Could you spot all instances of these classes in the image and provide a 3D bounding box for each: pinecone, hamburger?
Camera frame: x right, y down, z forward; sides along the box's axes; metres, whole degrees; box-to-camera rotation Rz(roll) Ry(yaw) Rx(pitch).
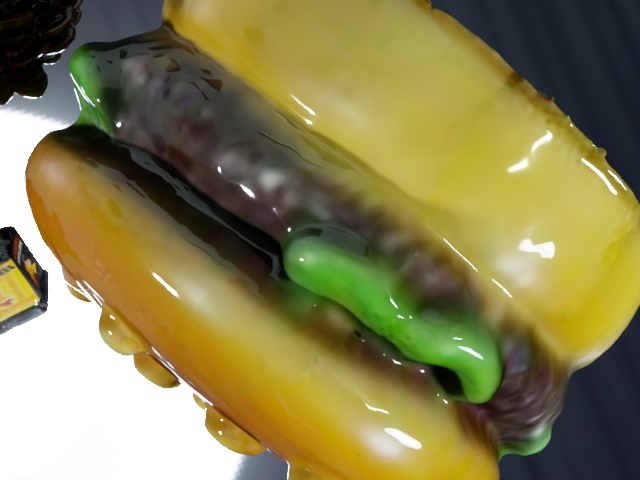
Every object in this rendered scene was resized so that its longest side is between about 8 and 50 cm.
[{"bbox_3d":[-0.231,-0.167,1.247,0.173,0.173,0.173,-22,-179,1],"label":"pinecone"},{"bbox_3d":[0.000,0.000,1.213,0.277,0.396,0.396,-51,-177,-2],"label":"hamburger"}]

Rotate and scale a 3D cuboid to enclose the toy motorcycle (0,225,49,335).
[{"bbox_3d":[-0.345,0.047,1.388,0.263,0.157,0.091,-28,-152,9],"label":"toy motorcycle"}]
